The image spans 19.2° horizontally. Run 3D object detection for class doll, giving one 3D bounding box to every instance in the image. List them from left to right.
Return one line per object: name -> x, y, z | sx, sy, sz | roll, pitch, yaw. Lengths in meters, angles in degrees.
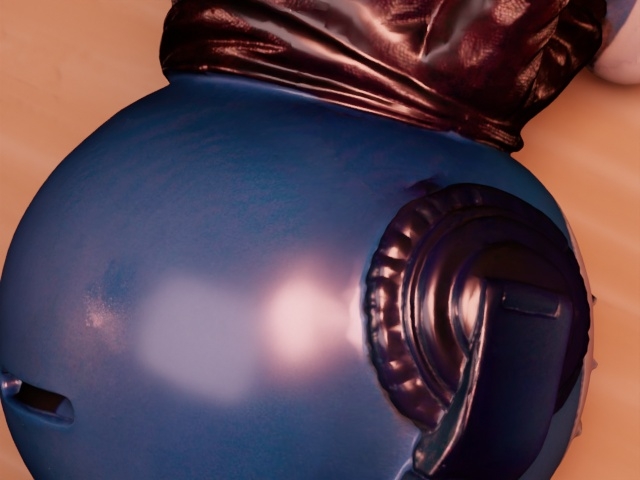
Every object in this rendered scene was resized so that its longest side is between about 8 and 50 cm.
doll -> 0.000, 0.000, 0.744 | 0.284, 0.240, 0.310 | 11, 90, 56
